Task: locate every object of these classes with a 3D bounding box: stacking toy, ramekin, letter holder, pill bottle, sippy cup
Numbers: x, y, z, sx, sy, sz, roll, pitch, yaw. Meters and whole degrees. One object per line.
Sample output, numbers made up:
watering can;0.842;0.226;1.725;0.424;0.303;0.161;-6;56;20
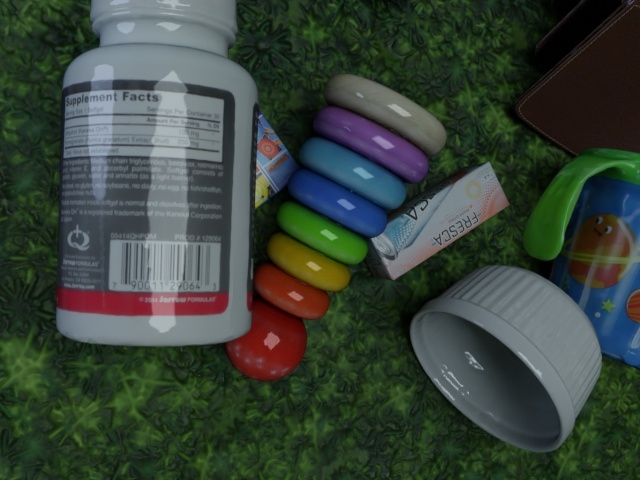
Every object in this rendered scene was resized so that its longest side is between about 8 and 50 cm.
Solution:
stacking toy;0.000;0.000;0.734;0.141;0.141;0.331;27;92;-17
ramekin;0.213;0.125;0.785;0.109;0.207;0.207;-40;102;-24
letter holder;0.420;-0.206;0.896;0.301;0.214;0.152;23;50;-18
pill bottle;-0.145;-0.072;0.634;0.176;0.176;0.319;2;90;-19
sippy cup;0.384;0.034;0.841;0.305;0.240;0.224;22;93;7

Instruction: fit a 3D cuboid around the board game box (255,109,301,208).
board game box;-0.136;-0.069;0.749;0.201;0.035;0.136;-38;102;-15

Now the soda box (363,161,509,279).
soda box;0.133;-0.024;0.829;0.183;0.058;0.063;-32;100;-17
